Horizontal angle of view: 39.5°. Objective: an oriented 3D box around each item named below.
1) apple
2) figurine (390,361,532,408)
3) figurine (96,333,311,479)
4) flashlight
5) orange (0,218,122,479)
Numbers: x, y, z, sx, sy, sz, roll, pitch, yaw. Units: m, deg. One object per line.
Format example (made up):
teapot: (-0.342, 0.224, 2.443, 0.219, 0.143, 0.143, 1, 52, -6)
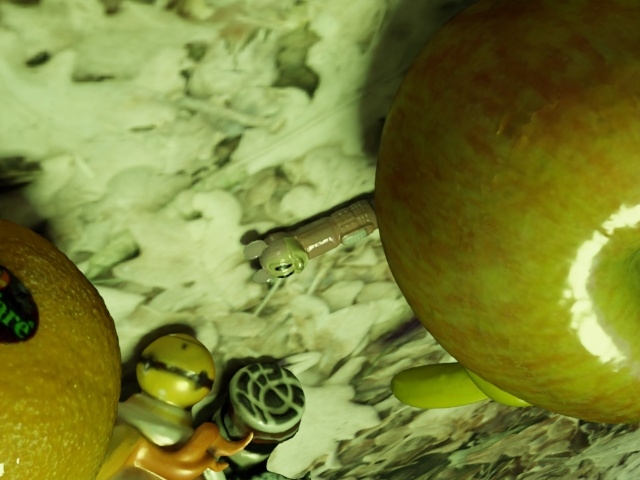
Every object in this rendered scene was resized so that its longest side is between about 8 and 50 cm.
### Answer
apple: (0.164, -0.025, 0.502, 0.264, 0.264, 0.264, -18, 143, -14)
figurine: (0.209, 0.024, 0.700, 0.326, 0.169, 0.218, -25, 129, -10)
figurine: (-0.159, 0.225, 0.674, 0.323, 0.196, 0.320, 7, 89, -50)
flashlight: (0.000, 0.000, 0.639, 0.110, 0.031, 0.052, -24, 144, -6)
orange: (-0.206, 0.077, 0.464, 0.206, 0.206, 0.206, -18, 143, -14)
